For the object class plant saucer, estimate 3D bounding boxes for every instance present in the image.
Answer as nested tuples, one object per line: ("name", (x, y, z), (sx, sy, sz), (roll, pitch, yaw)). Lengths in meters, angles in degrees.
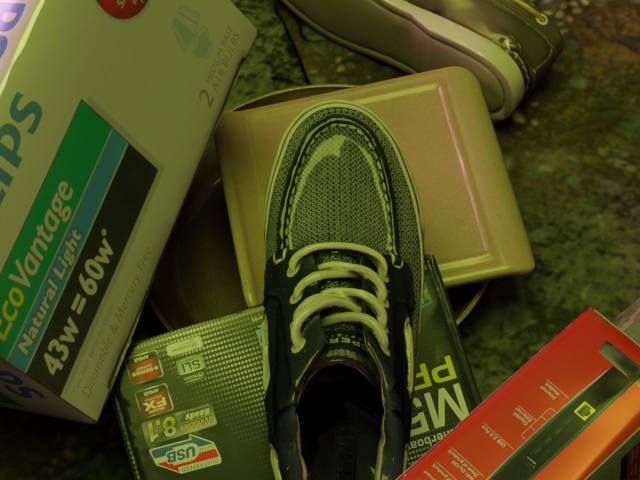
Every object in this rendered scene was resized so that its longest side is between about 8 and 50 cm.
("plant saucer", (0.000, 0.000, 1.503), (0.311, 0.050, 0.310), (-4, 55, 6))

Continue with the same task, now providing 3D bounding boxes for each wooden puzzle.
("wooden puzzle", (0.040, -0.038, 1.473), (0.239, 0.044, 0.221), (-9, 55, -5))

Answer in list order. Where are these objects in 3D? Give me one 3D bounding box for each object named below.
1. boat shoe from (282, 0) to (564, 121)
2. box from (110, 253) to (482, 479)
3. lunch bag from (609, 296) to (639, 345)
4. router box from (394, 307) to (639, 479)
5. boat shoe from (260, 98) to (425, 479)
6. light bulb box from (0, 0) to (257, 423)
("boat shoe", (0.071, -0.229, 1.616), (0.324, 0.116, 0.097), (34, 61, 22))
("box", (-0.009, 0.151, 1.343), (0.270, 0.060, 0.216), (-16, 79, -4))
("lunch bag", (0.338, 0.106, 1.299), (0.305, 0.212, 0.256), (-38, 43, -18))
("router box", (0.100, 0.241, 1.146), (0.301, 0.335, 0.082), (-39, 60, -18))
("boat shoe", (0.020, 0.051, 1.252), (0.127, 0.158, 0.340), (-3, 79, -2))
("light bulb box", (-0.297, -0.081, 1.367), (0.361, 0.225, 0.358), (7, 66, 36))
